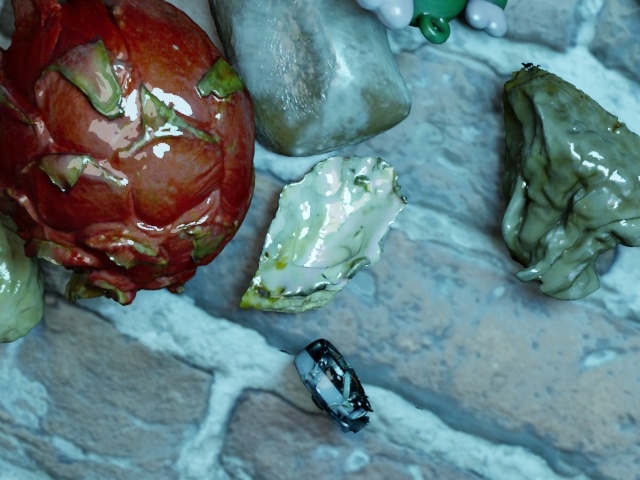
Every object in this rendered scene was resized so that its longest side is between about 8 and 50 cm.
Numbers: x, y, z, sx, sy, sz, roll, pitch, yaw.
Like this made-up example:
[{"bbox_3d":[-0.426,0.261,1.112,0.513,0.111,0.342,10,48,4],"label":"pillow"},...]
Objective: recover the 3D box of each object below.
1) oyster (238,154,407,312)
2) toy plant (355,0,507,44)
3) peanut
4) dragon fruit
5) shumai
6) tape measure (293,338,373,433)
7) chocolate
[{"bbox_3d":[0.010,-0.001,1.626,0.132,0.072,0.209,20,68,6],"label":"oyster"},{"bbox_3d":[0.093,-0.307,1.581,0.232,0.112,0.243,-20,77,-46],"label":"toy plant"},{"bbox_3d":[-0.385,-0.030,1.580,0.120,0.136,0.298,-24,88,1],"label":"peanut"},{"bbox_3d":[-0.201,-0.103,1.522,0.277,0.277,0.343,0,98,-1],"label":"dragon fruit"},{"bbox_3d":[0.247,-0.044,1.568,0.218,0.184,0.185,42,85,-17],"label":"shumai"},{"bbox_3d":[0.013,0.150,1.607,0.054,0.091,0.094,-37,107,4],"label":"tape measure"},{"bbox_3d":[-0.024,-0.246,1.620,0.185,0.100,0.303,-18,85,1],"label":"chocolate"}]
